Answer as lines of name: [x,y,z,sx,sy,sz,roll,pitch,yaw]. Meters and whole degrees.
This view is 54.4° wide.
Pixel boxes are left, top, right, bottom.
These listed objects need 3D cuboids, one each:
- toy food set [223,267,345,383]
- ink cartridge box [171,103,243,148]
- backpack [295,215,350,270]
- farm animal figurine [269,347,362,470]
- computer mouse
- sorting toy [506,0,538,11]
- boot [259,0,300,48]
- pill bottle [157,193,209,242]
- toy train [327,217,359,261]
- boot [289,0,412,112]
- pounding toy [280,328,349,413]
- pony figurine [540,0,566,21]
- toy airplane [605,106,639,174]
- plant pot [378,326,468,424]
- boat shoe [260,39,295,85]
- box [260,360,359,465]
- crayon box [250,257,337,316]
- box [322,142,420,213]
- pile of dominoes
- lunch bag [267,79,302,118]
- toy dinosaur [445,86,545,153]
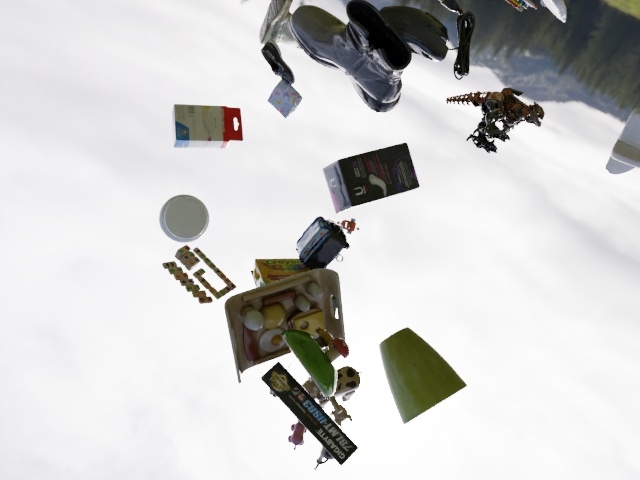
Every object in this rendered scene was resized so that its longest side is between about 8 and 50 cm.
toy food set: [-0.084,0.216,1.572,0.306,0.220,0.092,-16,-154,-19]
ink cartridge box: [-0.390,-0.391,2.149,0.231,0.078,0.134,-1,-103,-20]
backpack: [0.000,0.000,1.939,0.117,0.158,0.173,36,-163,-21]
farm animal figurine: [0.010,0.501,1.985,0.326,0.172,0.330,-31,-111,-32]
computer mouse: [0.251,-0.487,1.382,0.262,0.184,0.060,17,166,-26]
sorting toy: [0.674,-0.858,2.191,0.132,0.046,0.274,46,-152,18]
boot: [-0.080,-0.664,1.887,0.165,0.213,0.077,3,-116,-25]
pill bottle: [-0.452,-0.071,2.056,0.162,0.162,0.278,18,176,-15]
toy train: [0.058,-0.011,2.189,0.125,0.166,0.046,24,-169,19]
boot: [0.065,-0.446,1.339,0.338,0.118,0.223,41,168,12]
pounding toy: [0.010,0.270,1.443,0.183,0.110,0.237,48,170,36]
pony figurine: [0.173,-0.397,0.705,0.363,0.303,0.351,-6,-171,22]
toy airplane: [0.801,-0.159,1.281,0.384,0.272,0.386,60,166,-15]
plant pot: [0.344,0.479,2.297,0.274,0.275,0.294,-9,-119,-50]
boat shoe: [-0.101,-0.413,1.475,0.046,0.038,0.125,19,152,38]
box: [-0.035,0.453,1.666,0.293,0.073,0.295,45,168,6]
crayon box: [-0.091,0.136,1.919,0.202,0.081,0.318,-1,-154,-19]
box: [0.168,-0.208,2.081,0.270,0.165,0.143,-17,180,-23]
pile of dominoes: [-0.460,0.126,2.392,0.251,0.040,0.196,43,-142,8]
lunch bag: [-0.085,-0.362,1.571,0.071,0.083,0.053,42,-124,0]
toy dinosaur: [0.594,-0.429,2.133,0.321,0.218,0.164,11,168,21]
